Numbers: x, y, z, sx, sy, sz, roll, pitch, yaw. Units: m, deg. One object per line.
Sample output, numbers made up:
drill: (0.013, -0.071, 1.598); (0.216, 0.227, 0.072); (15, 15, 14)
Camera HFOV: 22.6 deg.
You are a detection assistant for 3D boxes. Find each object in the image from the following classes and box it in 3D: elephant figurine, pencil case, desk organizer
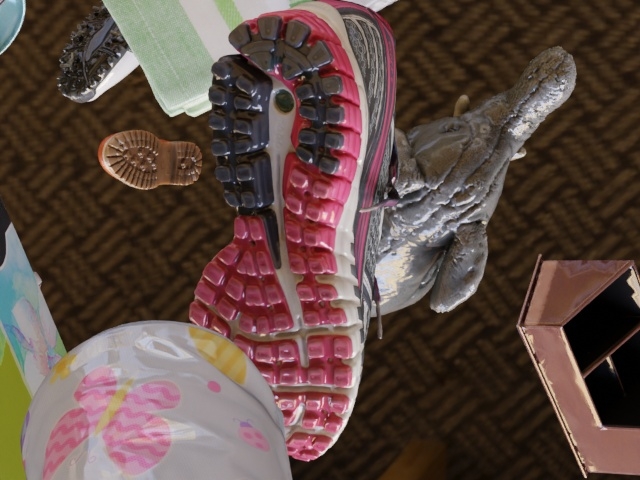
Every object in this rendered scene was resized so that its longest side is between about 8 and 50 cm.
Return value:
elephant figurine: (0.076, -0.032, 1.219); (0.169, 0.239, 0.186); (1, 80, -20)
pencil case: (-0.051, 0.146, 0.654); (0.124, 0.273, 0.113); (-19, 125, -5)
desk organizer: (0.147, 0.067, 0.820); (0.050, 0.047, 0.130); (0, 138, 29)

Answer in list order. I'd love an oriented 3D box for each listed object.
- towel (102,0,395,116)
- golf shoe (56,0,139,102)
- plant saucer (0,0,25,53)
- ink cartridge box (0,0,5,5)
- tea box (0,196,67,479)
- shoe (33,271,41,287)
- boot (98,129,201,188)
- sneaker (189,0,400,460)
towel: (-0.022, -0.263, 1.155); (0.324, 0.038, 0.248); (-28, 108, 1)
golf shoe: (-0.138, -0.173, 1.326); (0.077, 0.198, 0.094); (9, 144, 40)
plant saucer: (-0.291, -0.177, 1.255); (0.119, 0.119, 0.021); (-47, 55, 19)
ink cartridge box: (-0.123, -0.121, 0.276); (0.206, 0.045, 0.208); (44, 130, -15)
tea box: (-0.331, 0.115, 0.916); (0.329, 0.220, 0.324); (-15, 115, 12)
shoe: (-0.344, 0.105, 1.816); (0.063, 0.178, 0.081); (-30, 105, 20)
boot: (-0.199, -0.085, 1.675); (0.084, 0.158, 0.059); (8, 90, 26)
sneaker: (0.000, 0.000, 0.991); (0.121, 0.112, 0.299); (20, 116, 25)
